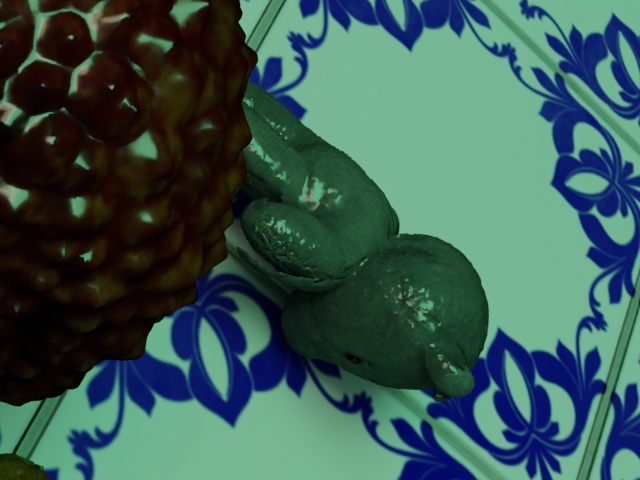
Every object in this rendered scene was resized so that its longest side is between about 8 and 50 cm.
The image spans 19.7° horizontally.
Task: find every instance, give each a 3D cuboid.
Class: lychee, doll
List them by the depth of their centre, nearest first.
[{"bbox_3d":[-0.247,-0.083,1.173,0.424,0.424,0.500,37,31,-22],"label":"lychee"},{"bbox_3d":[-0.003,0.007,1.576,0.340,0.158,0.246,39,14,0],"label":"doll"}]

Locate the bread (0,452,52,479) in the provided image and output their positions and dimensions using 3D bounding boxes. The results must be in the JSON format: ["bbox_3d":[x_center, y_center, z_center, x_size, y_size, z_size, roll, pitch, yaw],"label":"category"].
[{"bbox_3d":[-0.218,0.276,1.236,0.184,0.110,0.234,-30,89,-47],"label":"bread"}]
